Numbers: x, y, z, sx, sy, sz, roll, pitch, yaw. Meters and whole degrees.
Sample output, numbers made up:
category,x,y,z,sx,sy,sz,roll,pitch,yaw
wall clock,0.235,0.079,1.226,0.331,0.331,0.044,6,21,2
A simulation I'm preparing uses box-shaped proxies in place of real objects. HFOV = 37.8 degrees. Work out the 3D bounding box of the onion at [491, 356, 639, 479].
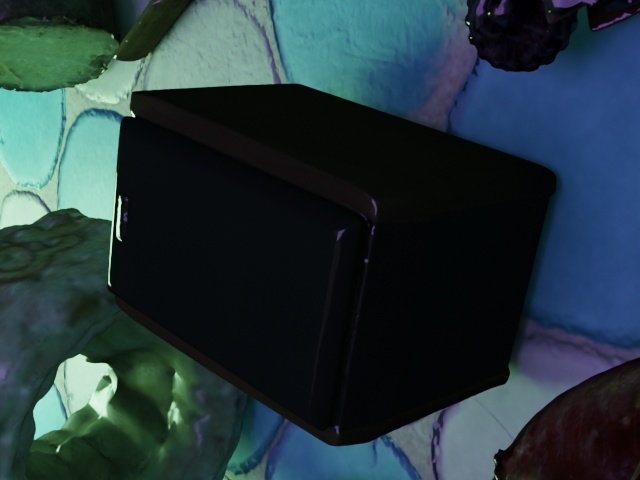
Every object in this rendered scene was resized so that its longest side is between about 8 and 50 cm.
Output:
category,x,y,z,sx,sy,sz,roll,pitch,yaw
onion,0.189,0.156,0.404,0.246,0.190,0.246,12,114,29

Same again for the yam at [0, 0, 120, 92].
category,x,y,z,sx,sy,sz,roll,pitch,yaw
yam,-0.306,-0.311,0.928,0.168,0.168,0.304,-24,80,49

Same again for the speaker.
category,x,y,z,sx,sy,sz,roll,pitch,yaw
speaker,0.000,0.000,0.600,0.231,0.192,0.153,26,115,40

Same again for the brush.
category,x,y,z,sx,sy,sz,roll,pitch,yaw
brush,-0.112,-0.218,0.801,0.248,0.043,0.036,-36,68,46

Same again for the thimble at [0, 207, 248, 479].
category,x,y,z,sx,sy,sz,roll,pitch,yaw
thimble,-0.210,0.123,0.798,0.195,0.291,0.292,19,111,39

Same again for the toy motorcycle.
category,x,y,z,sx,sy,sz,roll,pitch,yaw
toy motorcycle,0.153,-0.172,0.469,0.212,0.084,0.118,-22,78,41
